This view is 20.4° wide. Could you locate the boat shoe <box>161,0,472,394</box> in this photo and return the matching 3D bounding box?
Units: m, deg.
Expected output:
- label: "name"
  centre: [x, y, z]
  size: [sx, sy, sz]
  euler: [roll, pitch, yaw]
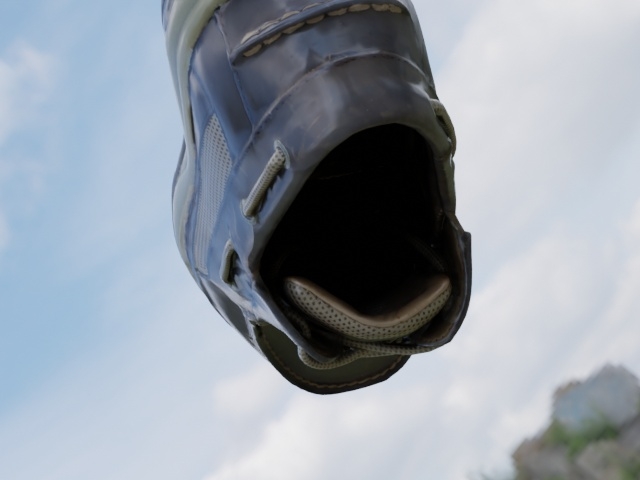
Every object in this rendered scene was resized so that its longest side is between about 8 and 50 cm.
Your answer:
- label: "boat shoe"
  centre: [0.000, 0.000, 0.826]
  size: [0.132, 0.130, 0.355]
  euler: [-18, -30, -3]
